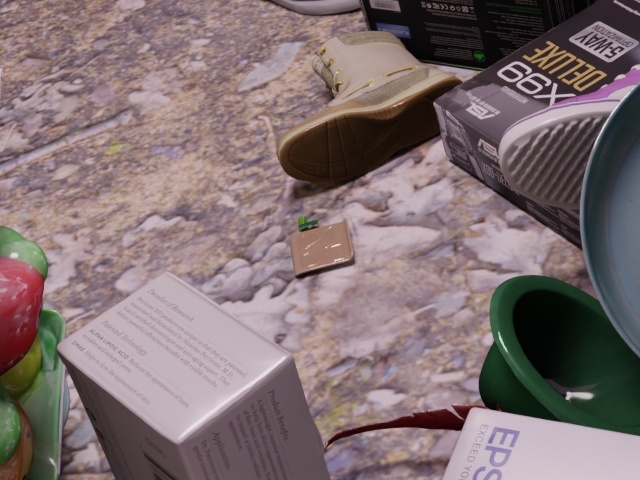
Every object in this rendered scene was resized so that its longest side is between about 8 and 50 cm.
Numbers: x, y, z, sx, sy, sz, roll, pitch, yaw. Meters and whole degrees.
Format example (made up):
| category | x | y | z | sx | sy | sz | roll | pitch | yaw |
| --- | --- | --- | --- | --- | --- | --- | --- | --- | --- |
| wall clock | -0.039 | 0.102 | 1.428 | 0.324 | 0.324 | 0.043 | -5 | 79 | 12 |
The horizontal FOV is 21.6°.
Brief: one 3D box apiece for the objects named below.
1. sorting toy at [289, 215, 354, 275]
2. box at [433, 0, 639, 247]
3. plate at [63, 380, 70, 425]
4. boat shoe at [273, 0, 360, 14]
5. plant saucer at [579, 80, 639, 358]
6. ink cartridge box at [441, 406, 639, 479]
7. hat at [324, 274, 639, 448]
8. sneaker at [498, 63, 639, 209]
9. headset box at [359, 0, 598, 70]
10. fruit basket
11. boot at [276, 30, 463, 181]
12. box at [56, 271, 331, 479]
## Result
| category | x | y | z | sx | sy | sz | roll | pitch | yaw |
| --- | --- | --- | --- | --- | --- | --- | --- | --- | --- |
| sorting toy | 0.000 | 0.000 | 1.648 | 0.062 | 0.012 | 0.083 | -18 | 41 | 7 |
| box | 0.295 | -0.106 | 1.611 | 0.242 | 0.076 | 0.307 | -31 | 41 | -17 |
| plate | -0.326 | 0.165 | 1.563 | 0.188 | 0.024 | 0.188 | -11 | 39 | 9 |
| boat shoe | -0.036 | -0.327 | 2.012 | 0.226 | 0.076 | 0.083 | 12 | 47 | 32 |
| plant saucer | 0.367 | -0.011 | 1.367 | 0.317 | 0.044 | 0.318 | 0 | 79 | 0 |
| ink cartridge box | 0.204 | 0.282 | 1.142 | 0.330 | 0.071 | 0.324 | 6 | 52 | 28 |
| hat | 0.160 | 0.145 | 1.398 | 0.208 | 0.183 | 0.173 | 40 | 34 | 5 |
| sneaker | 0.282 | -0.115 | 1.497 | 0.282 | 0.102 | 0.161 | -9 | 35 | -7 |
| headset box | 0.216 | -0.323 | 1.865 | 0.246 | 0.131 | 0.283 | 12 | 47 | 33 |
| fruit basket | -0.267 | 0.098 | 1.351 | 0.165 | 0.353 | 0.327 | 9 | 44 | -15 |
| boot | 0.025 | -0.146 | 1.768 | 0.213 | 0.077 | 0.165 | -24 | 39 | -17 |
| box | -0.097 | 0.153 | 1.360 | 0.119 | 0.181 | 0.182 | -35 | 41 | -24 |
